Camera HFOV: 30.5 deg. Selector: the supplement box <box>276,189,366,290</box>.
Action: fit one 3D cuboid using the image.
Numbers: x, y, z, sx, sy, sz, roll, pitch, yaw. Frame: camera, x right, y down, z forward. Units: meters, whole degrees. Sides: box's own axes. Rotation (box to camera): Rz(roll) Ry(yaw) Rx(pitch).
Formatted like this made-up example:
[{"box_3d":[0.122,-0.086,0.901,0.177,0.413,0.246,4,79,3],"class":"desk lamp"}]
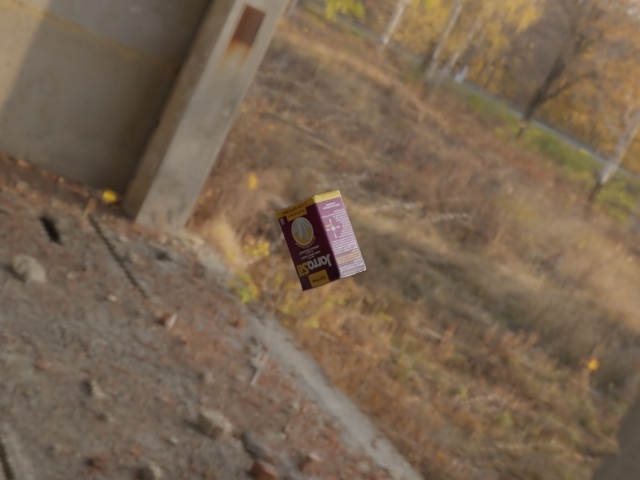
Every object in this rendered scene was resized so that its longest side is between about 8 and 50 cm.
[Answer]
[{"box_3d":[0.000,0.000,1.130,0.043,0.055,0.083,-17,86,-49],"class":"supplement box"}]
